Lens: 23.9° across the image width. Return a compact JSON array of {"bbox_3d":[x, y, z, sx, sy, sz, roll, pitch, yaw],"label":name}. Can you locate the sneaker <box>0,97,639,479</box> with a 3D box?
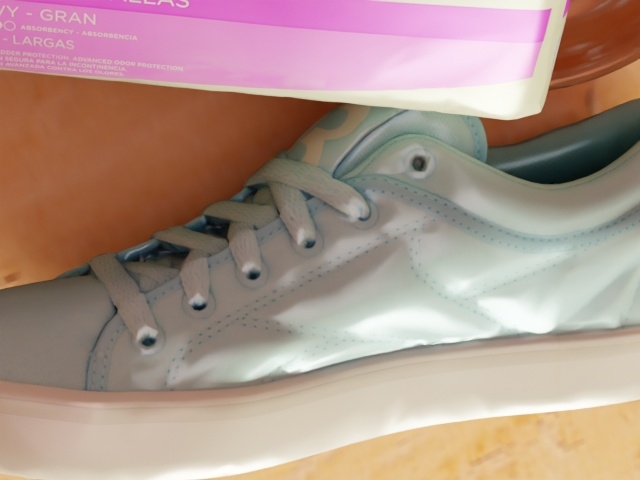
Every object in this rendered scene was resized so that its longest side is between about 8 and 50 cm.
[{"bbox_3d":[0.000,0.000,0.635,0.365,0.135,0.150,-7,104,-24],"label":"sneaker"}]

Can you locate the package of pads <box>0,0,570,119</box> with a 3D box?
[{"bbox_3d":[-0.044,-0.166,0.523,0.296,0.101,0.229,4,133,-6],"label":"package of pads"}]

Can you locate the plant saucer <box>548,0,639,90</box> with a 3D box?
[{"bbox_3d":[0.086,-0.159,0.634,0.199,0.037,0.200,-1,120,-1],"label":"plant saucer"}]
